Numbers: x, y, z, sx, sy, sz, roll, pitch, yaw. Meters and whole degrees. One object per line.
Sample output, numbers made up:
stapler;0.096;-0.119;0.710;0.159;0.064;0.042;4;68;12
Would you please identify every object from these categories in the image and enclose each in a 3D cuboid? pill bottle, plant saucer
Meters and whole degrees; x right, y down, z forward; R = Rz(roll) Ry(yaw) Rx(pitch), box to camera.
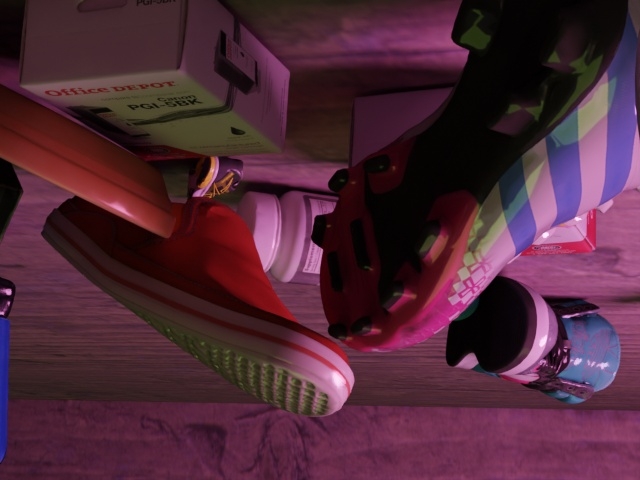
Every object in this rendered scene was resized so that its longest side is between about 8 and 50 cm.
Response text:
pill bottle;0.000;0.000;0.936;0.137;0.078;0.078;8;165;-19
plant saucer;-0.173;-0.061;0.676;0.200;0.037;0.200;27;178;1

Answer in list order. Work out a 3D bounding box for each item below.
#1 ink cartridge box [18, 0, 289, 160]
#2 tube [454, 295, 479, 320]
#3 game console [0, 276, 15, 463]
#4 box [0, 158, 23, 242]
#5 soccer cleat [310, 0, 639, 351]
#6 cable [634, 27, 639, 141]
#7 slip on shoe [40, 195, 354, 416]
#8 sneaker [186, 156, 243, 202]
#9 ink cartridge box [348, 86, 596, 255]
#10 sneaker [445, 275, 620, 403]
ink cartridge box;-0.088;-0.091;0.625;0.099;0.056;0.135;-2;166;21
tube;0.122;0.027;1.099;0.080;0.052;0.207;-5;160;10
game console;-0.452;0.086;1.040;0.293;0.173;0.250;15;-178;-38
box;-0.428;0.073;0.771;0.318;0.395;0.097;11;-152;-36
soccer cleat;0.106;-0.032;0.581;0.143;0.116;0.331;1;150;-24
cable;0.221;-0.026;0.413;0.257;0.257;0.089;13;168;-37
slip on shoe;-0.085;0.020;0.770;0.331;0.101;0.123;29;167;50
sneaker;-0.082;-0.044;0.870;0.035;0.031;0.083;6;166;-17
ink cartridge box;0.108;-0.042;0.756;0.127;0.072;0.175;-3;165;22
sneaker;0.258;0.117;1.258;0.178;0.123;0.295;9;173;-6
